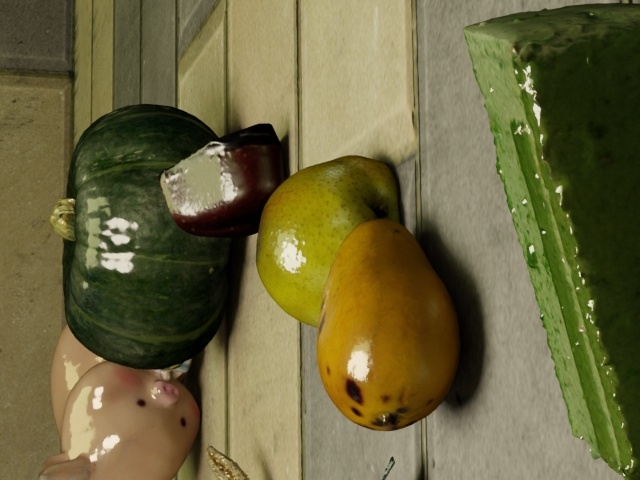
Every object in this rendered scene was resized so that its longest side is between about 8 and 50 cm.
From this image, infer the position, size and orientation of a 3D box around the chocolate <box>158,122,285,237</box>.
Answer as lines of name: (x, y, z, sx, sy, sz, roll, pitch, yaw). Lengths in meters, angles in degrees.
chocolate: (-0.090, -0.047, 1.489, 0.080, 0.125, 0.148, 70, 155, 13)

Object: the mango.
mango: (0.042, 0.060, 1.027, 0.178, 0.090, 0.115, -113, 38, -63)

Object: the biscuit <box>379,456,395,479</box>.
biscuit: (0.038, 0.330, 1.035, 0.186, 0.079, 0.309, 114, 152, -49)

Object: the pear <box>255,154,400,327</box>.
pear: (0.000, 0.000, 1.166, 0.141, 0.104, 0.141, -177, 90, -71)

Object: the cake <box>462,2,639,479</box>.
cake: (0.119, 0.002, 0.736, 0.100, 0.099, 0.235, -140, 52, -73)

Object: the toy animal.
toy animal: (-0.235, 0.200, 1.875, 0.213, 0.195, 0.256, -54, 27, 12)

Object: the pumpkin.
pumpkin: (-0.202, -0.004, 1.694, 0.300, 0.207, 0.300, -179, 90, -74)

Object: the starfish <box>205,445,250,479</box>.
starfish: (-0.064, 0.286, 1.456, 0.213, 0.057, 0.238, 118, 146, -43)
